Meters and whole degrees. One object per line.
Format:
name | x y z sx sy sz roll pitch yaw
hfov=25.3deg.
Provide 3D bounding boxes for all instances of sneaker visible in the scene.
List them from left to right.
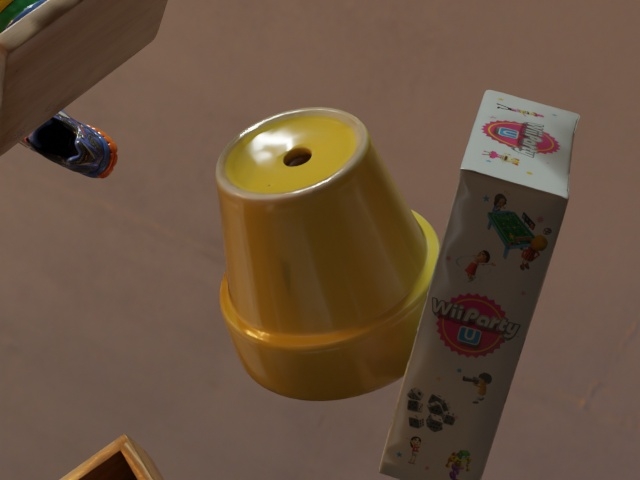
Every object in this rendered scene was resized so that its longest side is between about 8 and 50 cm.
sneaker | -0.389 -0.159 1.996 0.221 0.083 0.087 24 5 19

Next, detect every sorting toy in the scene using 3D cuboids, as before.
sorting toy | -0.285 -0.245 1.573 0.089 0.257 0.255 46 -26 5

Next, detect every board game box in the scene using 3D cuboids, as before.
board game box | 0.147 0.045 1.290 0.097 0.224 0.303 16 -65 6

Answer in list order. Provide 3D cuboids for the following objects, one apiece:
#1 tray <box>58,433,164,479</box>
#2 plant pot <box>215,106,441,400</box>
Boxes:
tray | -0.156 0.394 1.281 0.411 0.203 0.076 52 -3 35
plant pot | 0.000 0.000 1.517 0.254 0.254 0.239 3 -49 25
